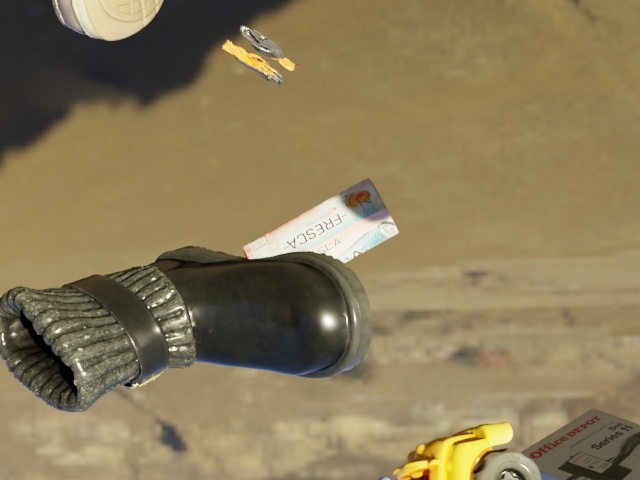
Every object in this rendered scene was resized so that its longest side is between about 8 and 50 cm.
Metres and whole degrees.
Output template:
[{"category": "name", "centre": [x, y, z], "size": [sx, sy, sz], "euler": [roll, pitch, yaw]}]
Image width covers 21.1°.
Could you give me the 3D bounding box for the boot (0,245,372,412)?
[{"category": "boot", "centre": [-0.145, 0.095, 1.765], "size": [0.348, 0.131, 0.260], "euler": [3, -168, 45]}]

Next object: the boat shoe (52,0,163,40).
[{"category": "boat shoe", "centre": [-0.163, -0.251, 1.349], "size": [0.092, 0.285, 0.102], "euler": [1, 133, 15]}]

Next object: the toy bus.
[{"category": "toy bus", "centre": [0.079, 0.276, 1.476], "size": [0.211, 0.220, 0.149], "euler": [-1, 162, -22]}]

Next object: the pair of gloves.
[{"category": "pair of gloves", "centre": [-0.062, -0.194, 1.794], "size": [0.074, 0.010, 0.083], "euler": [35, -152, 1]}]

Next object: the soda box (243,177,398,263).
[{"category": "soda box", "centre": [0.000, 0.000, 2.138], "size": [0.183, 0.058, 0.063], "euler": [-29, 143, 1]}]

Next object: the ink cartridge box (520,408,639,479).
[{"category": "ink cartridge box", "centre": [0.324, 0.267, 1.813], "size": [0.208, 0.086, 0.153], "euler": [17, -150, 42]}]
